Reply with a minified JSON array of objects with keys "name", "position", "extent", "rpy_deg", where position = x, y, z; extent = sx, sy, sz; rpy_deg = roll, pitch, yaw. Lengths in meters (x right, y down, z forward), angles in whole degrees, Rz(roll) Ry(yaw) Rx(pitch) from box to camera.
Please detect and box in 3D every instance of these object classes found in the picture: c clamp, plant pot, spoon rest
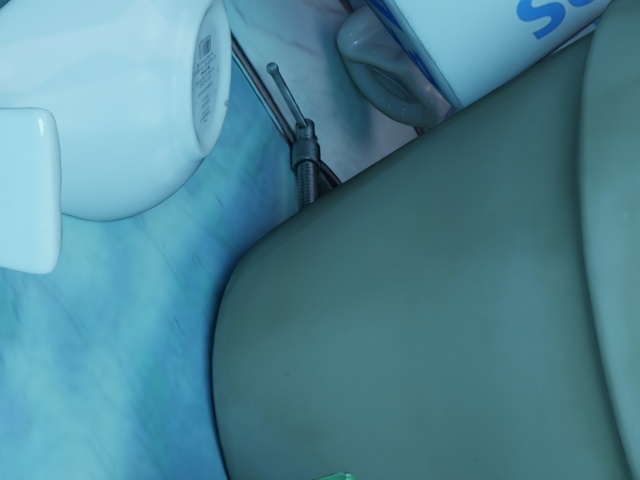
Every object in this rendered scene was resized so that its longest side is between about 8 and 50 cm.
[{"name":"c clamp","position":[0.000,0.000,0.899],"extent":[0.137,0.022,0.161],"rpy_deg":[50,28,-50]},{"name":"plant pot","position":[0.114,0.055,0.737],"extent":[0.323,0.280,0.323],"rpy_deg":[31,53,-52]},{"name":"spoon rest","position":[-0.099,-0.058,0.635],"extent":[0.276,0.084,0.137],"rpy_deg":[-57,151,-71]}]

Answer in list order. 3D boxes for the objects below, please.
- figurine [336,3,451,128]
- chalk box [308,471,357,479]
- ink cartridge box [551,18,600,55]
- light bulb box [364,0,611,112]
[{"name":"figurine","position":[0.145,-0.127,1.075],"extent":[0.209,0.092,0.215],"rpy_deg":[-47,116,-16]},{"name":"chalk box","position":[-0.025,0.175,0.549],"extent":[0.132,0.132,0.213],"rpy_deg":[59,24,-26]},{"name":"ink cartridge box","position":[0.239,-0.034,1.236],"extent":[0.197,0.198,0.270],"rpy_deg":[52,28,-39]},{"name":"light bulb box","position":[0.016,-0.322,0.788],"extent":[0.361,0.225,0.358],"rpy_deg":[50,7,-39]}]
